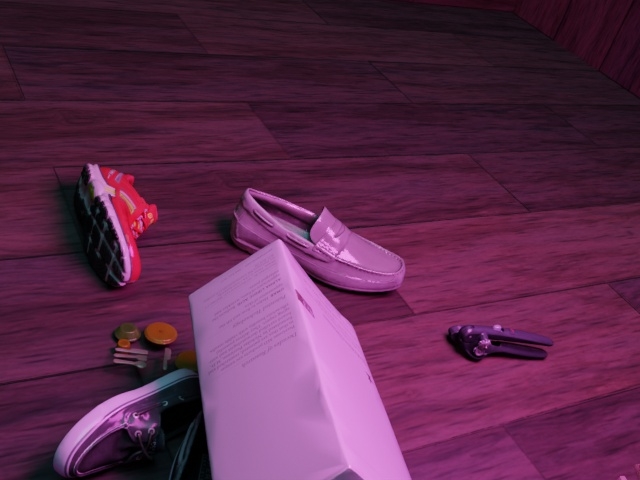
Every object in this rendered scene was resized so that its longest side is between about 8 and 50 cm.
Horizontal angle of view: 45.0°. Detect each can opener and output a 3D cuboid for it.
[{"bbox_3d":[0.309,0.167,1.297,0.186,0.059,0.073,7,35,-15],"label":"can opener"}]

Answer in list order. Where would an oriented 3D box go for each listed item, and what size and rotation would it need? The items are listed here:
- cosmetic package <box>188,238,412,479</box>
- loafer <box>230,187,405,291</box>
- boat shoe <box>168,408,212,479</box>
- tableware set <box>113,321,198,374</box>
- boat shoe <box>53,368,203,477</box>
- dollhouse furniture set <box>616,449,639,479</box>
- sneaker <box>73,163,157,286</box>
[{"bbox_3d":[-0.023,0.203,0.905,0.217,0.156,0.385,51,9,-37],"label":"cosmetic package"},{"bbox_3d":[0.000,0.000,1.343,0.319,0.111,0.112,18,34,0],"label":"loafer"},{"bbox_3d":[-0.126,0.313,0.848,0.113,0.105,0.306,14,34,-6],"label":"boat shoe"},{"bbox_3d":[-0.219,0.158,1.103,0.154,0.024,0.104,8,32,-12],"label":"tableware set"},{"bbox_3d":[-0.214,0.233,0.950,0.076,0.080,0.228,27,26,27],"label":"boat shoe"},{"bbox_3d":[0.516,0.346,1.048,0.182,0.161,0.101,4,36,-18],"label":"dollhouse furniture set"},{"bbox_3d":[-0.320,-0.035,1.261,0.118,0.107,0.279,7,37,-32],"label":"sneaker"}]
